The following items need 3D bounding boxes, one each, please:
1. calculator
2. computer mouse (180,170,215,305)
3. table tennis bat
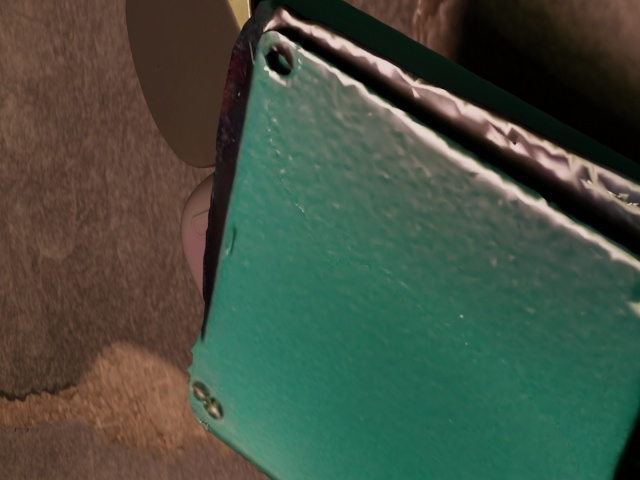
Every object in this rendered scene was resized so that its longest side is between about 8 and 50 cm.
[{"bbox_3d":[0.052,0.041,0.796,0.248,0.058,0.274,33,133,26],"label":"calculator"},{"bbox_3d":[0.001,0.000,0.927,0.232,0.057,0.120,-22,93,56],"label":"computer mouse"},{"bbox_3d":[-0.062,-0.142,1.020,0.154,0.021,0.274,68,152,14],"label":"table tennis bat"}]
